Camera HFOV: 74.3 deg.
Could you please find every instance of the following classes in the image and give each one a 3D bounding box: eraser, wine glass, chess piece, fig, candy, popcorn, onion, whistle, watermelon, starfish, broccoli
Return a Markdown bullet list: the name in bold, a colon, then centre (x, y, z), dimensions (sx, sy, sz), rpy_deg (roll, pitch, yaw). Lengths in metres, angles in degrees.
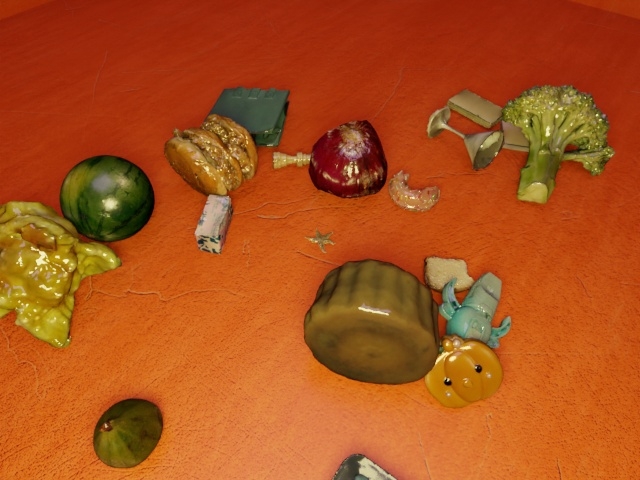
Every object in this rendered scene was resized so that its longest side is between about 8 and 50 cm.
- **eraser**: centre (0.709, -0.382, 1.531), dimensions (0.103, 0.023, 0.150), rpy_deg (10, 52, 7)
- **wine glass**: centre (0.483, -0.356, 1.437), dimensions (0.156, 0.156, 0.232), rpy_deg (-31, 53, -23)
- **chess piece**: centre (-0.074, -0.271, 1.415), dimensions (0.172, 0.060, 0.060), rpy_deg (-2, 52, -5)
- **fig**: centre (-0.394, 0.362, 0.829), dimensions (0.126, 0.185, 0.133), rpy_deg (18, 55, 33)
- **candy**: centre (-0.301, -0.051, 1.213), dimensions (0.073, 0.092, 0.160), rpy_deg (6, 53, 2)
- **popcorn**: centre (-0.673, 0.059, 1.027), dimensions (0.325, 0.321, 0.290), rpy_deg (-17, 35, -35)
- **onion**: centre (0.080, -0.221, 1.281), dimensions (0.206, 0.216, 0.207), rpy_deg (-18, 62, -10)
- **whistle**: centre (0.367, 0.191, 1.017), dimensions (0.186, 0.093, 0.274), rpy_deg (37, 63, 1)
- **watermelon**: centre (-0.584, -0.115, 1.168), dimensions (0.242, 0.242, 0.242), rpy_deg (0, 52, 0)
- **starfish**: centre (0.000, 0.000, 1.226), dimensions (0.086, 0.016, 0.092), rpy_deg (-9, 55, -5)
- **broccoli**: centre (0.722, -0.332, 1.377), dimensions (0.397, 0.275, 0.353), rpy_deg (-33, 60, -8)

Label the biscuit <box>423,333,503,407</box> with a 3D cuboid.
- **biscuit**: centre (0.305, 0.282, 0.915), dimensions (0.170, 0.170, 0.050), rpy_deg (6, 8, 4)

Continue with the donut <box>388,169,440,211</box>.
- **donut**: centre (0.283, -0.145, 1.312), dimensions (0.166, 0.065, 0.117), rpy_deg (20, 53, 16)

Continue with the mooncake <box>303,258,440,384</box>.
- **mooncake**: centre (0.112, 0.180, 0.917), dimensions (0.290, 0.290, 0.161), rpy_deg (13, 45, 9)

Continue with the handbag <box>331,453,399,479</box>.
- **handbag**: centre (0.118, 0.569, 0.715), dimensions (0.325, 0.118, 0.269), rpy_deg (27, 57, 21)

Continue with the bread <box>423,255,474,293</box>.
- **bread**: centre (0.340, 0.096, 1.137), dimensions (0.129, 0.044, 0.126), rpy_deg (1, 44, 4)

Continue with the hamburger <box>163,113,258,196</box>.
- **hamburger**: centre (-0.334, -0.254, 1.285), dimensions (0.260, 0.245, 0.211), rpy_deg (45, 64, -5)

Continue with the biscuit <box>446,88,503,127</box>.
- **biscuit**: centre (0.596, -0.503, 1.616), dimensions (0.121, 0.041, 0.199), rpy_deg (-35, 61, -28)

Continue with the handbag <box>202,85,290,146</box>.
- **handbag**: centre (-0.255, -0.441, 1.524), dimensions (0.268, 0.100, 0.274), rpy_deg (3, 51, 6)
